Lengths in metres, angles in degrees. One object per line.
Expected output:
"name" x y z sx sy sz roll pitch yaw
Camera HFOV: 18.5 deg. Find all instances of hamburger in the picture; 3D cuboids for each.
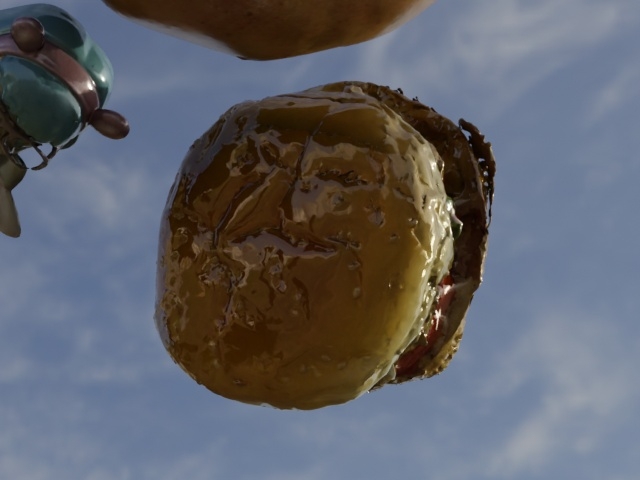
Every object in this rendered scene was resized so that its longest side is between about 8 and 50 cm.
"hamburger" 0.000 0.000 1.387 0.244 0.244 0.163 -20 -15 35

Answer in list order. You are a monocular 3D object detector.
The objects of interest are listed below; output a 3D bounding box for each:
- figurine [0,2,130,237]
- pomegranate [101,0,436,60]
"figurine" -0.263 -0.104 1.358 0.260 0.103 0.205 -17 -60 36
"pomegranate" -0.019 -0.266 1.262 0.338 0.338 0.338 2 -28 1
